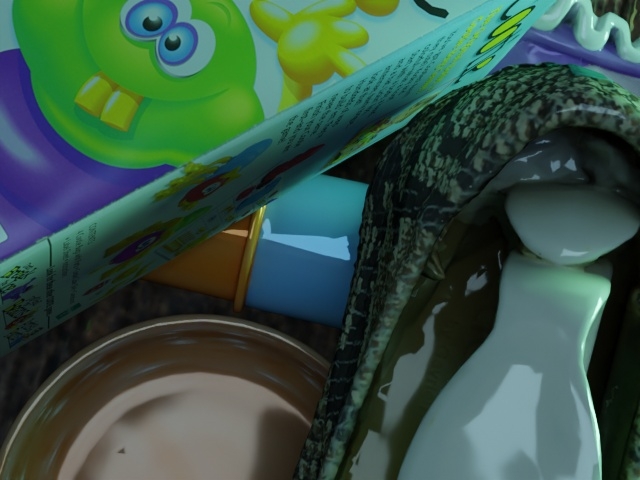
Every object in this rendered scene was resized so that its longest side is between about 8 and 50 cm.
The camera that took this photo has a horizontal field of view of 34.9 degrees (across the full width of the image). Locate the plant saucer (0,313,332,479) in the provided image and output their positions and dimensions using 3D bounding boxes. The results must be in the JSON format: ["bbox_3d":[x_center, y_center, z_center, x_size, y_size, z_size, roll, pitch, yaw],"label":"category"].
[{"bbox_3d":[-0.060,0.137,0.498,0.199,0.037,0.200,1,80,-6],"label":"plant saucer"}]

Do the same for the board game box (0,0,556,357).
[{"bbox_3d":[-0.052,-0.087,0.401,0.275,0.144,0.142,-31,84,-21],"label":"board game box"}]

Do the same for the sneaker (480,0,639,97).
[{"bbox_3d":[0.163,-0.053,0.535,0.236,0.095,0.105,22,85,2],"label":"sneaker"}]

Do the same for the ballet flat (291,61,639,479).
[{"bbox_3d":[0.033,0.166,0.379,0.164,0.182,0.483,13,94,2],"label":"ballet flat"}]

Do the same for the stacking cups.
[{"bbox_3d":[0.000,0.000,0.510,0.316,0.096,0.096,14,79,0],"label":"stacking cups"}]
